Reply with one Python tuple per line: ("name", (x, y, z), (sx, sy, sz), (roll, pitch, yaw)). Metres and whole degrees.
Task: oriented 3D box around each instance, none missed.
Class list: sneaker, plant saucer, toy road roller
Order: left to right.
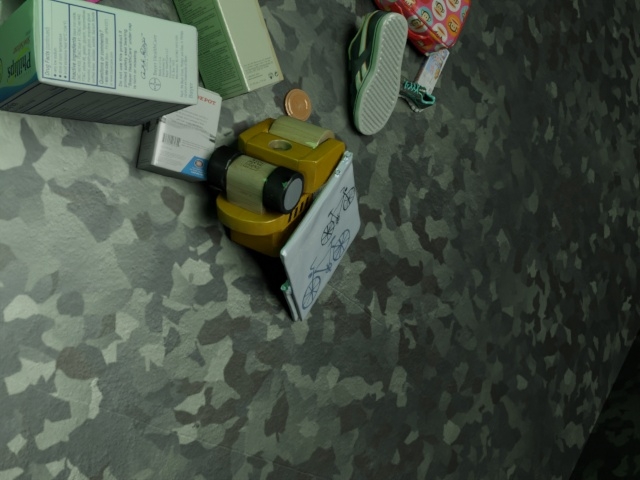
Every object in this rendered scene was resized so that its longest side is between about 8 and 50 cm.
("toy road roller", (-0.103, -0.118, 1.497), (0.329, 0.202, 0.241), (-46, 151, -46))
("plant saucer", (-0.056, -0.341, 1.659), (0.083, 0.013, 0.084), (1, 88, -40))
("sneaker", (0.142, -0.453, 1.768), (0.126, 0.127, 0.321), (-1, 115, -34))
("sneaker", (0.268, -0.434, 1.891), (0.166, 0.076, 0.065), (27, 72, -37))

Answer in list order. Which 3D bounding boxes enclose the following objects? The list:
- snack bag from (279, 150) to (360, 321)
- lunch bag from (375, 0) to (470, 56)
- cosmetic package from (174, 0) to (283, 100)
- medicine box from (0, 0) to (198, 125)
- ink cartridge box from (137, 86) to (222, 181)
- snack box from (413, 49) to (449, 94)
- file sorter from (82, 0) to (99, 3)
("snack bag", (0.000, 0.000, 1.572), (0.323, 0.037, 0.343), (-57, 158, -23))
("lunch bag", (0.290, -0.682, 1.881), (0.293, 0.120, 0.258), (36, 66, -32))
("cosmetic package", (-0.212, -0.472, 1.435), (0.113, 0.160, 0.310), (-29, 109, -38))
("medicine box", (-0.411, -0.313, 1.196), (0.289, 0.263, 0.149), (1, 89, -40))
("ink cartridge box", (-0.300, -0.234, 1.407), (0.139, 0.082, 0.191), (13, 80, -40))
("snack box", (0.337, -0.522, 1.985), (0.064, 0.022, 0.178), (39, 66, -32))
("file sorter", (-0.391, -0.574, 1.191), (0.202, 0.182, 0.291), (58, 26, -24))
